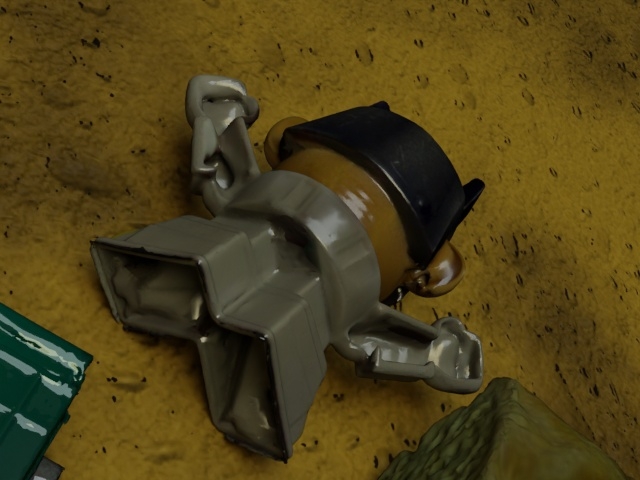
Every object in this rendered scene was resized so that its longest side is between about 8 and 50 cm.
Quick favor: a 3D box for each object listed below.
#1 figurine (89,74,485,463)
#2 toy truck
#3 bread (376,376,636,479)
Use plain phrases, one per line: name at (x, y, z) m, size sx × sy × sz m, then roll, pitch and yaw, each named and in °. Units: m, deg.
figurine at (0.003, 0.002, 0.749) m, size 0.308 × 0.143 × 0.309 m, roll 10°, pitch 72°, yaw -34°
toy truck at (-0.207, 0.135, 0.531) m, size 0.114 × 0.124 × 0.253 m, roll 31°, pitch 46°, yaw -7°
bread at (0.132, 0.232, 0.639) m, size 0.252 × 0.238 × 0.196 m, roll 47°, pitch 5°, yaw -1°
